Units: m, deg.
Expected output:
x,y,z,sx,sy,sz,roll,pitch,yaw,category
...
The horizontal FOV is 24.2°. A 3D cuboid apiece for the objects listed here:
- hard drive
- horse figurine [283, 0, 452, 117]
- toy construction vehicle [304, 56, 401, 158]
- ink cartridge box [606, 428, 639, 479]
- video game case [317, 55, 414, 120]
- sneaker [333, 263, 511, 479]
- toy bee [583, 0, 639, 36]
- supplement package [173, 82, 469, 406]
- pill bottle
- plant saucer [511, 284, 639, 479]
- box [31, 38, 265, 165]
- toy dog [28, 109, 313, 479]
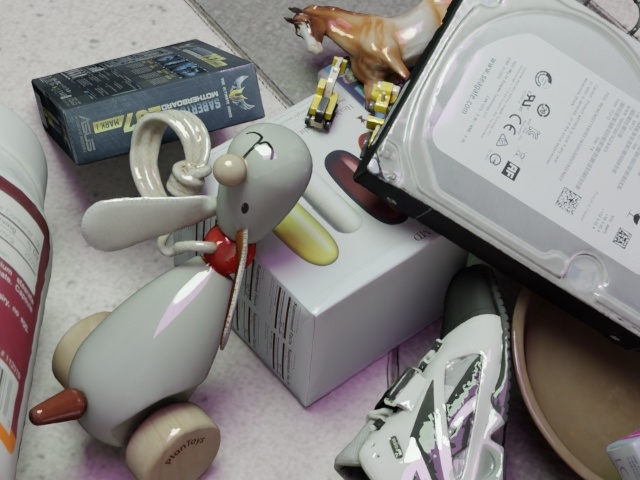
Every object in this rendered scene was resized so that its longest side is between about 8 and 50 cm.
x,y,z,sx,sy,sz,roll,pitch,yaw,category
0.229,-0.068,1.304,0.339,0.064,0.237,32,77,-7,hard drive
0.114,-0.199,1.560,0.263,0.066,0.174,-20,64,-16,horse figurine
0.035,-0.123,1.359,0.085,0.035,0.098,18,50,6,toy construction vehicle
0.418,0.194,1.279,0.311,0.065,0.186,-23,83,-22,ink cartridge box
0.129,-0.151,1.580,0.183,0.023,0.201,-31,62,-24,video game case
0.088,0.159,1.281,0.146,0.122,0.331,5,56,4,sneaker
0.370,-0.130,1.432,0.298,0.162,0.195,18,98,13,toy bee
0.000,0.000,1.378,0.194,0.149,0.203,-32,61,-26,supplement package
-0.345,0.059,1.245,0.224,0.224,0.392,2,43,-3,pill bottle
0.294,0.115,1.342,0.277,0.041,0.278,8,62,-15,plant saucer
-0.172,-0.139,1.447,0.183,0.059,0.232,-17,18,-15,box
-0.141,0.053,1.236,0.220,0.334,0.161,18,12,34,toy dog
